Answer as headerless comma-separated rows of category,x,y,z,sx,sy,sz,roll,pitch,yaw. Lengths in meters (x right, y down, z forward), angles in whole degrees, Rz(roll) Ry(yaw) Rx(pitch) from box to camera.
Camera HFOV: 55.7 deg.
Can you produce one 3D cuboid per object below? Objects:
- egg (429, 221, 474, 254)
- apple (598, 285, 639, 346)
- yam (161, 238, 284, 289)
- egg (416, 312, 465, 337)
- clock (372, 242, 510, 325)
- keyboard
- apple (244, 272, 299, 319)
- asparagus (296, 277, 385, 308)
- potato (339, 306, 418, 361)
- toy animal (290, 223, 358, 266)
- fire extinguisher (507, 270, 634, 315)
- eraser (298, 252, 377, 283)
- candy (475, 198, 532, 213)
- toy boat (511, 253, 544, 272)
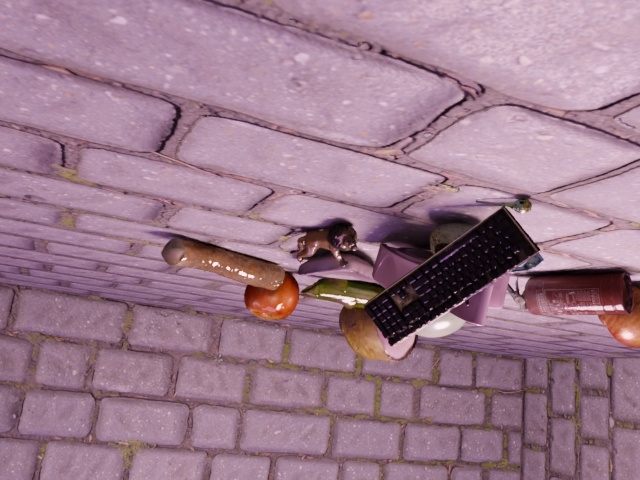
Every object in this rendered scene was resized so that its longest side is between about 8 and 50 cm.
egg,0.240,0.009,1.058,0.110,0.085,0.085,21,161,-32
apple,0.727,0.172,1.412,0.146,0.146,0.131,21,117,-46
yam,-0.231,0.062,1.513,0.081,0.081,0.357,-6,164,40
egg,0.303,0.186,1.630,0.192,0.149,0.149,-7,162,23
clock,0.264,0.085,1.169,0.276,0.080,0.290,10,-171,-13
keyboard,0.211,0.073,1.021,0.317,0.106,0.027,-40,174,30
apple,-0.138,0.153,1.734,0.164,0.139,0.163,15,158,6
asparagus,0.093,0.154,1.743,0.343,0.085,0.082,12,162,-17
potato,0.163,0.276,1.948,0.229,0.229,0.266,16,159,-36
toy animal,0.010,0.010,1.220,0.086,0.069,0.220,39,146,-27
fire extinguisher,0.550,0.118,1.371,0.269,0.104,0.105,-6,162,42
eraser,0.052,0.061,1.412,0.204,0.059,0.243,7,170,-2
candy,0.277,-0.055,0.921,0.083,0.025,0.023,9,126,23
toy boat,0.353,0.032,1.152,0.140,0.059,0.066,4,-175,4
